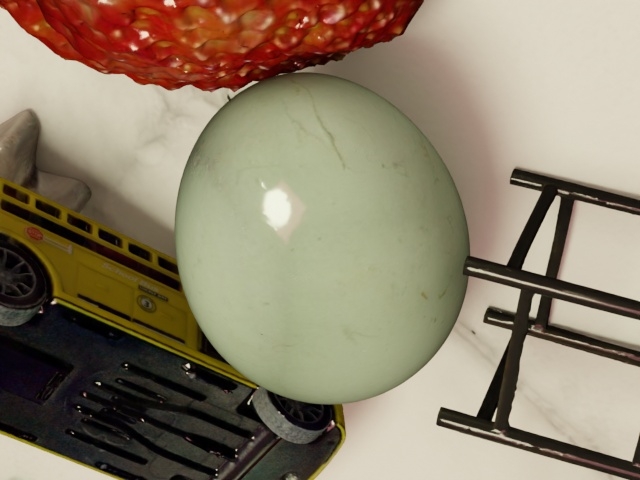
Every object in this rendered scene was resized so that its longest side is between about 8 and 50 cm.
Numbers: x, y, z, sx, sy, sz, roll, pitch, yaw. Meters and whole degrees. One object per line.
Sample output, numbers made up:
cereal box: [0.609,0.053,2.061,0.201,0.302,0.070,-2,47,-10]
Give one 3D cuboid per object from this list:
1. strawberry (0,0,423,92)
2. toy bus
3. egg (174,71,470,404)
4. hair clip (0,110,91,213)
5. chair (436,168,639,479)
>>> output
strawberry: [-0.063,-0.201,0.723,0.288,0.250,0.238,18,93,-18]
toy bus: [-0.145,0.077,0.904,0.331,0.151,0.145,27,122,-24]
egg: [0.000,0.000,0.803,0.183,0.183,0.264,8,153,15]
hair clip: [-0.329,0.014,1.007,0.331,0.085,0.101,-25,109,28]
chair: [0.223,0.063,0.802,0.260,0.154,0.141,15,123,14]
